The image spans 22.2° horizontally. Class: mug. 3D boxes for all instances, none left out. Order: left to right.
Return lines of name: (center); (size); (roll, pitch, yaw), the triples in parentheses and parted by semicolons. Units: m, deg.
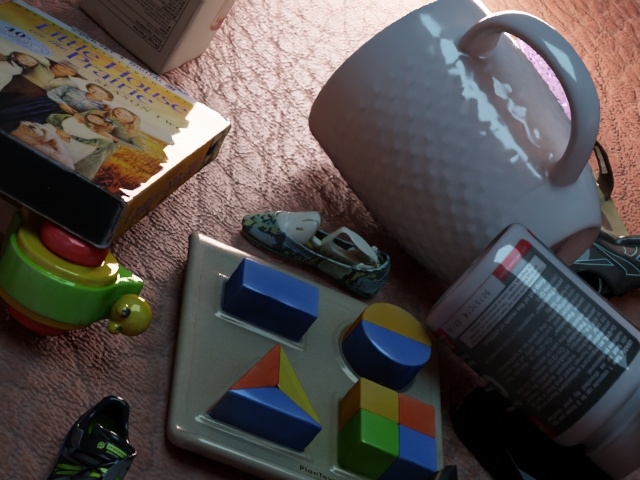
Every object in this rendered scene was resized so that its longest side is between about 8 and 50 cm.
mug: (0.205, -0.121, 2.005); (0.276, 0.374, 0.328); (-22, 68, -37)

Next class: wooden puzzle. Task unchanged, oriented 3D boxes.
wooden puzzle: (0.003, 0.138, 1.744); (0.322, 0.080, 0.348); (23, 34, -18)

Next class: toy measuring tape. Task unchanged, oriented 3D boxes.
toy measuring tape: (-0.312, 0.002, 1.612); (0.330, 0.121, 0.121); (32, 31, 10)

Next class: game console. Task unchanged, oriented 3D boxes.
game console: (0.321, 0.235, 1.946); (0.361, 0.044, 0.213); (-14, 56, -49)

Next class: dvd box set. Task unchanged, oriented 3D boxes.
dvd box set: (-0.284, -0.139, 1.753); (0.307, 0.062, 0.420); (31, 18, 3)

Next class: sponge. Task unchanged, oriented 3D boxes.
sponge: (0.371, -0.250, 2.644); (0.117, 0.031, 0.210); (26, 33, -15)

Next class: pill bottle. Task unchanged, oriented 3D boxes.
pill bottle: (0.271, 0.128, 1.842); (0.283, 0.161, 0.161); (42, 32, 2)

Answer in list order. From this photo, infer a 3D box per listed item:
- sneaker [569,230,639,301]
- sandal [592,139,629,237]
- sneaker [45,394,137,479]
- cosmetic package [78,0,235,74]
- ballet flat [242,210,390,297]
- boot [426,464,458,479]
sneaker: (0.397, 0.042, 2.249); (0.267, 0.101, 0.106); (15, 59, -30)
sandal: (0.390, -0.106, 2.418); (0.120, 0.086, 0.303); (8, 41, -37)
sneaker: (-0.208, 0.208, 1.458); (0.067, 0.078, 0.188); (26, 33, -13)
cosmetic package: (-0.162, -0.379, 2.072); (0.153, 0.296, 0.129); (41, 31, 8)
ballet flat: (0.000, 0.000, 1.940); (0.188, 0.070, 0.070); (26, 33, -14)
boot: (0.061, 0.280, 1.587); (0.198, 0.137, 0.077); (-47, 127, -67)
